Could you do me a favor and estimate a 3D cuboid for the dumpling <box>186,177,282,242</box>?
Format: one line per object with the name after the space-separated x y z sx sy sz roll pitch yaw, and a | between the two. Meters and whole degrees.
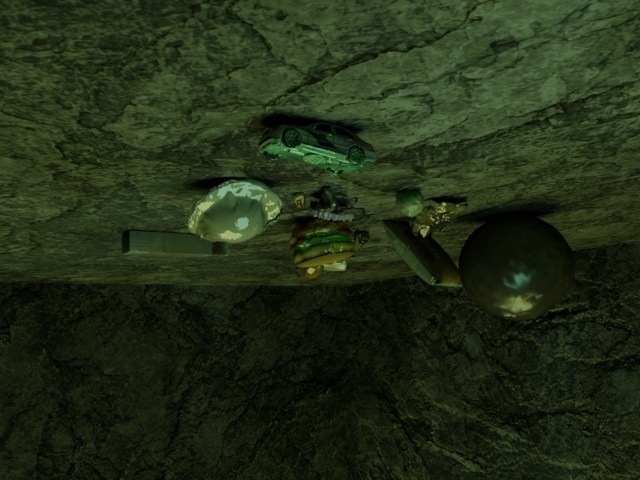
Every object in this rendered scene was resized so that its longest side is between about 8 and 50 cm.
-0.218 -0.084 1.468 0.247 0.142 0.172 -16 141 -12 | dumpling

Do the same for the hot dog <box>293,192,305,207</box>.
-0.058 -0.107 1.644 0.030 0.034 0.090 -5 170 1 | hot dog

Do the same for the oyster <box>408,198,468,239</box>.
0.364 -0.069 1.877 0.161 0.107 0.232 10 163 -26 | oyster

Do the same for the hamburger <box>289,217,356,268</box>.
0.000 0.000 1.982 0.237 0.149 0.237 -12 171 -2 | hamburger

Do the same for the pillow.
0.376 0.053 2.138 0.119 0.310 0.312 -45 155 18 | pillow

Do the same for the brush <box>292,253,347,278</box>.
-0.012 0.051 2.269 0.166 0.174 0.266 -11 -179 -16 | brush

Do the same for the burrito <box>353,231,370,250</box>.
0.165 0.001 2.343 0.063 0.058 0.229 0 169 7 | burrito

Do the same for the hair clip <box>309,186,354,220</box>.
0.034 -0.093 1.682 0.106 0.085 0.292 12 180 15 | hair clip

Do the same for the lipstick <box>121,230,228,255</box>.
-0.506 0.016 2.080 0.371 0.080 0.076 4 169 -39 | lipstick

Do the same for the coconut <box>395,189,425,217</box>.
0.255 -0.104 1.665 0.083 0.081 0.082 9 154 -21 | coconut

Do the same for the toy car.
-0.005 -0.179 1.105 0.224 0.076 0.090 10 166 -28 | toy car

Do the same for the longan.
0.693 0.093 2.103 0.391 0.391 0.391 -4 171 -1 | longan
